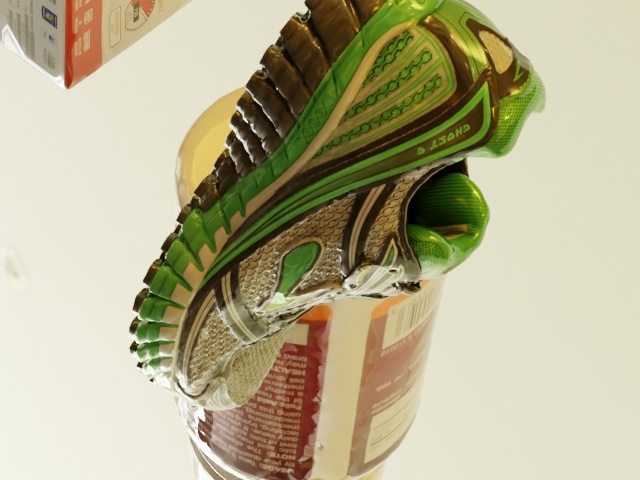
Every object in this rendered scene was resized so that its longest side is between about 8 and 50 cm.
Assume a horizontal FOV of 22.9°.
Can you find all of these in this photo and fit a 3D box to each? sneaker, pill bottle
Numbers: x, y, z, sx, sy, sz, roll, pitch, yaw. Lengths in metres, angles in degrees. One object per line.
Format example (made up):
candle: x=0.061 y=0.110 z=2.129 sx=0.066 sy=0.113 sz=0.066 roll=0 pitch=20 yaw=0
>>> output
sneaker: x=0.000 y=0.000 z=0.880 sx=0.146 sy=0.134 sz=0.343 roll=35 pitch=-44 yaw=2
pill bottle: x=-0.015 y=0.070 z=1.336 sx=0.224 sy=0.224 sz=0.392 roll=42 pitch=-32 yaw=26

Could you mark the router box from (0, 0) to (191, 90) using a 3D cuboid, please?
router box: x=-0.128 y=-0.329 z=1.275 sx=0.082 sy=0.301 sz=0.335 roll=36 pitch=-34 yaw=18
